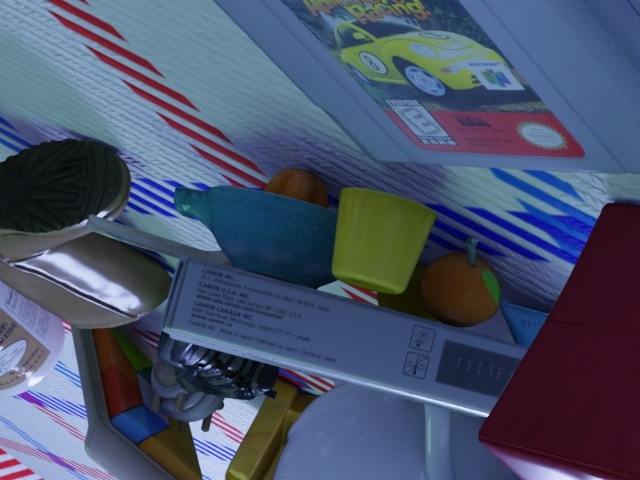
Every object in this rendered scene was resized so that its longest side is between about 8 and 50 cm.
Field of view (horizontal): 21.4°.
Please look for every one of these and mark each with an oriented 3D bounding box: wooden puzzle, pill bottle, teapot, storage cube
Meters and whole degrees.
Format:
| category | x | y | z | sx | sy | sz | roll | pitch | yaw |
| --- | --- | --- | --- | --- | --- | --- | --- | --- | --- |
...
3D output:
| category | x | y | z | sx | sy | sz | roll | pitch | yaw |
| --- | --- | --- | --- | --- | --- | --- | --- | --- | --- |
| wooden puzzle | -0.201 | 0.192 | 1.935 | 0.221 | 0.044 | 0.239 | 48 | -161 | -40 |
| pill bottle | -0.422 | 0.080 | 2.047 | 0.131 | 0.131 | 0.229 | 15 | 156 | 39 |
| teapot | 0.057 | 0.202 | 1.560 | 0.256 | 0.187 | 0.252 | -28 | 156 | 22 |
| storage cube | 0.248 | 0.104 | 1.019 | 0.215 | 0.184 | 0.193 | 42 | 160 | -32 |

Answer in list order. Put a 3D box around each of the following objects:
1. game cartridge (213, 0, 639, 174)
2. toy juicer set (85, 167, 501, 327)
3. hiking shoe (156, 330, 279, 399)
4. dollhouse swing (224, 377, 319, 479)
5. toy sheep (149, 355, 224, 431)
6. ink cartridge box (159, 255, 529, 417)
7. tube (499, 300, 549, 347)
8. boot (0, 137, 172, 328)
| category | x | y | z | sx | sy | sz | roll | pitch | yaw |
| --- | --- | --- | --- | --- | --- | --- | --- | --- | --- |
| game cartridge | 0.067 | -0.115 | 0.940 | 0.294 | 0.060 | 0.196 | 6 | 145 | 51 |
| toy juicer set | 0.000 | 0.000 | 1.308 | 0.329 | 0.089 | 0.209 | 5 | 167 | 46 |
| hiking shoe | -0.097 | 0.109 | 1.740 | 0.114 | 0.086 | 0.227 | 13 | 164 | 9 |
| dollhouse swing | 0.022 | 0.394 | 1.911 | 0.347 | 0.305 | 0.315 | 29 | 161 | 7 |
| toy sheep | -0.148 | 0.167 | 1.926 | 0.091 | 0.091 | 0.132 | 18 | 163 | 32 |
| ink cartridge box | 0.020 | 0.079 | 1.288 | 0.275 | 0.060 | 0.239 | 15 | 176 | -3 |
| tube | 0.194 | 0.110 | 1.336 | 0.080 | 0.052 | 0.207 | 9 | 148 | 24 |
| boot | -0.219 | 0.001 | 1.611 | 0.236 | 0.089 | 0.269 | -7 | 157 | 26 |
